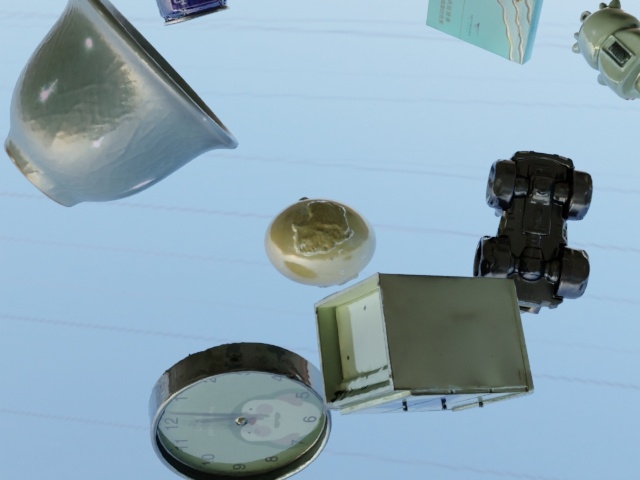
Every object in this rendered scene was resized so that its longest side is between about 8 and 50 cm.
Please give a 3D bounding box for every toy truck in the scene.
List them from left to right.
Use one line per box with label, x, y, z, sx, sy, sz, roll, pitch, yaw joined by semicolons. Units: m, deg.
toy truck;0.295;-0.008;1.239;0.148;0.165;0.224;8;-98;2

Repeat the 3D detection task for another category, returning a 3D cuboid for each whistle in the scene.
whistle;0.466;-0.272;1.294;0.106;0.101;0.253;-13;-132;-19

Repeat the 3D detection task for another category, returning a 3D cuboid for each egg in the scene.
egg;0.001;0.002;1.516;0.202;0.164;0.164;1;-142;-21

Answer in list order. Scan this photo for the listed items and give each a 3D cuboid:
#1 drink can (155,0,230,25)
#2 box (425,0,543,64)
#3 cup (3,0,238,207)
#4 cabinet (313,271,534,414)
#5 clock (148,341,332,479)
drink can;-0.193;-0.405;1.120;0.097;0.235;0.097;-14;-165;4
box;0.313;-0.452;1.669;0.229;0.162;0.041;30;-128;27
cup;-0.192;-0.107;0.751;0.150;0.199;0.199;-42;-133;3
cabinet;0.122;0.130;1.044;0.206;0.145;0.150;4;-110;-31
clock;-0.137;0.308;1.486;0.319;0.318;0.066;-3;-142;-5
